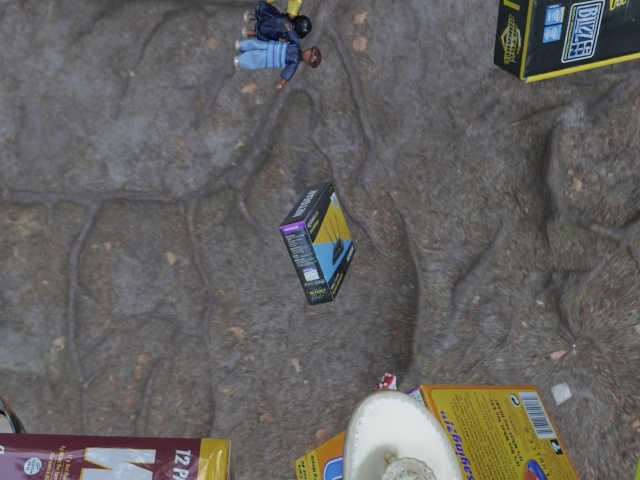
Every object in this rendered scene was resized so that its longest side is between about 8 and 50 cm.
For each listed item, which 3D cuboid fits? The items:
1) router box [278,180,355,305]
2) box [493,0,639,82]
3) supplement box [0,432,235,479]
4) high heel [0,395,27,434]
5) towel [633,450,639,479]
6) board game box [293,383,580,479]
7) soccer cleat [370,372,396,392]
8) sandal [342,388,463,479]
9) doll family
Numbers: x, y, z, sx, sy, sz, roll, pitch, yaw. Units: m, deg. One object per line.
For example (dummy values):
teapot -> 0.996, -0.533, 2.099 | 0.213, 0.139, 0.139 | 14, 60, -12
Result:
router box -> 0.000, 0.000, 1.050 | 0.046, 0.179, 0.133 | -14, 110, 19
box -> 0.363, -0.388, 0.872 | 0.257, 0.322, 0.079 | -14, 36, -16
supplement box -> -0.164, 0.240, 0.514 | 0.191, 0.194, 0.129 | 3, 56, -4
high heel -> -0.344, 0.163, 0.636 | 0.093, 0.186, 0.261 | -25, 80, -25
towel -> 0.604, 0.453, 1.200 | 0.102, 0.021, 0.237 | 13, 88, 24
board game box -> 0.231, 0.495, 1.218 | 0.356, 0.356, 0.357 | -41, 53, 35
soccer cleat -> 0.104, 0.223, 1.025 | 0.035, 0.083, 0.029 | 30, 60, 1
sandal -> 0.072, 0.220, 0.435 | 0.088, 0.079, 0.240 | -6, 92, -17
doll family -> -0.046, -0.288, 0.852 | 0.111, 0.076, 0.193 | 6, 105, 8
